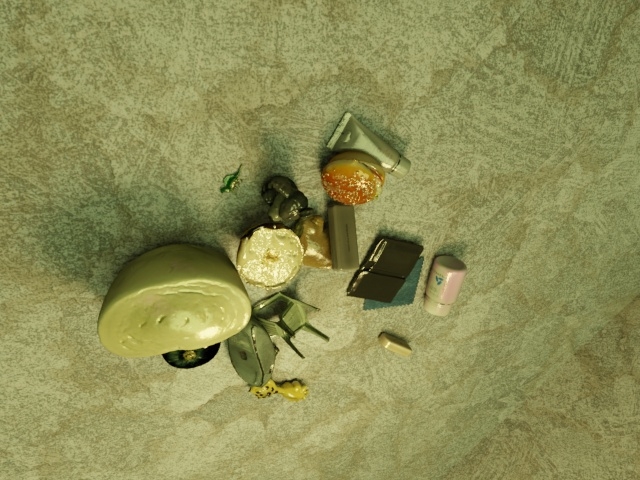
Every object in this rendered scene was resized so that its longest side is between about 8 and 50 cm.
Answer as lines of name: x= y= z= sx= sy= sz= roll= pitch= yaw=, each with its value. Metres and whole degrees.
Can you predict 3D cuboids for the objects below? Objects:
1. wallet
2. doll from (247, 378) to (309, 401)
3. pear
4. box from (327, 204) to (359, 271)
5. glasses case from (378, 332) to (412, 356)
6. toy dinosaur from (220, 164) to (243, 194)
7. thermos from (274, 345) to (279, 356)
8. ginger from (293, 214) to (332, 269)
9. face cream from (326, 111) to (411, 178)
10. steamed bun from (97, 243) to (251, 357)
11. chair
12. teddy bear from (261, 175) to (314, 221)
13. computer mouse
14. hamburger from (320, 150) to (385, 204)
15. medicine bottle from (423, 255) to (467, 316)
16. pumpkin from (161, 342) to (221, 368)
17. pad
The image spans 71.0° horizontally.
wallet: x=0.279 y=0.133 z=1.932 sx=0.247 sy=0.041 sz=0.322 roll=14 pitch=116 yaw=-27
doll: x=-0.186 y=0.683 z=2.052 sx=0.291 sy=0.086 sz=0.117 roll=17 pitch=115 yaw=-27
pear: x=-0.203 y=0.029 z=1.602 sx=0.267 sy=0.178 sz=0.266 roll=-12 pitch=120 yaw=-23
box: x=0.085 y=-0.010 z=1.653 sx=0.103 sy=0.055 sz=0.243 roll=-2 pitch=86 yaw=-36
glasses case: x=0.363 y=0.506 z=2.172 sx=0.196 sy=0.083 sz=0.050 roll=28 pitch=106 yaw=-34
toy dinosaur: x=-0.298 y=-0.205 z=1.528 sx=0.061 sy=0.029 sz=0.119 roll=21 pitch=109 yaw=-18
thermos: x=-0.262 y=0.519 z=1.941 sx=0.188 sy=0.083 sz=0.073 roll=-37 pitch=147 yaw=0
ginger: x=0.000 y=0.000 z=1.705 sx=0.276 sy=0.130 sz=0.221 roll=-14 pitch=116 yaw=-19
face cream: x=0.186 y=-0.325 z=1.621 sx=0.315 sy=0.089 sz=0.143 roll=25 pitch=108 yaw=-23
steamed bun: x=-0.477 y=0.179 z=1.466 sx=0.457 sy=0.371 sz=0.289 roll=-12 pitch=106 yaw=-14
chair: x=-0.136 y=0.339 z=1.813 sx=0.191 sy=0.275 sz=0.203 roll=-37 pitch=127 yaw=-28
teddy bear: x=-0.132 y=-0.141 z=1.516 sx=0.144 sy=0.251 sz=0.171 roll=-34 pitch=111 yaw=-2
computer mouse: x=-0.274 y=0.428 z=1.797 sx=0.114 sy=0.204 sz=0.373 roll=-44 pitch=142 yaw=-47
hamburger: x=0.112 y=-0.217 z=1.582 sx=0.237 sy=0.147 sz=0.236 roll=2 pitch=148 yaw=1
medicine bottle: x=0.559 y=0.207 z=2.037 sx=0.152 sy=0.152 sz=0.254 roll=-1 pitch=119 yaw=-22
pumpkin: x=-0.493 y=0.383 z=1.704 sx=0.233 sy=0.163 sz=0.232 roll=-9 pitch=125 yaw=-13
pad: x=0.328 y=0.196 z=2.021 sx=0.270 sy=0.012 sz=0.268 roll=-6 pitch=121 yaw=-19
